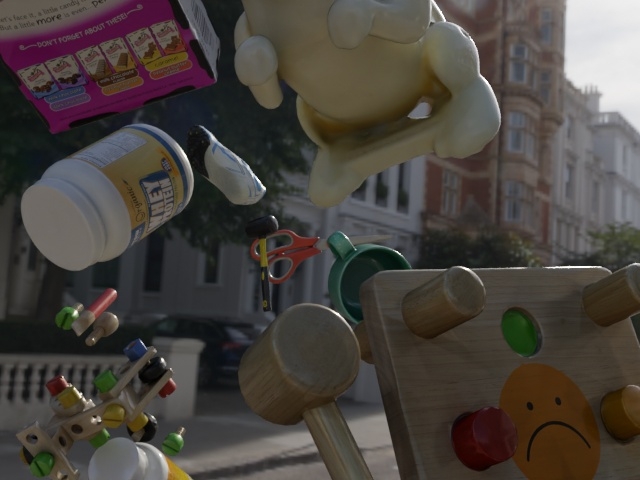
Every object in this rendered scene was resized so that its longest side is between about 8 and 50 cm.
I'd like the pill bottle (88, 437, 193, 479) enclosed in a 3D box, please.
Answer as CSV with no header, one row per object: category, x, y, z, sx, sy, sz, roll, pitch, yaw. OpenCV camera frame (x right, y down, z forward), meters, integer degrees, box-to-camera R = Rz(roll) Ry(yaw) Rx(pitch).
pill bottle,-0.335,0.467,1.504,0.136,0.136,0.246,2,-35,21

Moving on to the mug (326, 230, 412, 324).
mug,0.076,0.057,1.275,0.129,0.158,0.097,-7,5,-13

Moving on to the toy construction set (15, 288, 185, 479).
toy construction set,-0.401,0.269,1.358,0.257,0.309,0.237,0,21,11

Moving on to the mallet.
mallet,-0.118,0.046,1.557,0.062,0.190,0.039,-7,-14,34

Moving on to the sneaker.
sneaker,-0.213,-0.163,1.738,0.237,0.085,0.086,48,26,22

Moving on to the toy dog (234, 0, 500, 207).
toy dog,0.028,-0.313,0.995,0.284,0.395,0.408,-11,-46,35

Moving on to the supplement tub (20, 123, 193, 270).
supplement tub,-0.282,-0.060,1.065,0.144,0.144,0.199,0,28,32

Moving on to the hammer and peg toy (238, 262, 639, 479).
hammer and peg toy,0.115,0.147,0.549,0.361,0.266,0.127,-1,-23,-31

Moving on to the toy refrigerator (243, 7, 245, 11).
toy refrigerator,-0.057,-0.396,1.495,0.094,0.102,0.269,-21,36,-12

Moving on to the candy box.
candy box,-0.195,-0.211,0.615,0.159,0.071,0.233,-15,-46,10

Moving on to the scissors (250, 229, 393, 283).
scissors,0.000,0.000,1.682,0.297,0.109,0.021,-21,-5,1
